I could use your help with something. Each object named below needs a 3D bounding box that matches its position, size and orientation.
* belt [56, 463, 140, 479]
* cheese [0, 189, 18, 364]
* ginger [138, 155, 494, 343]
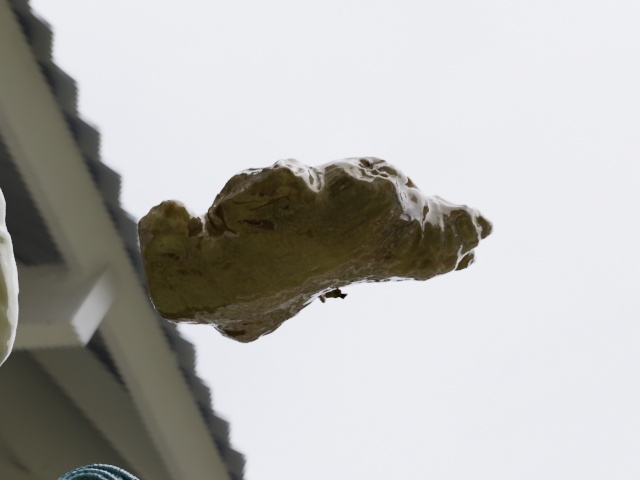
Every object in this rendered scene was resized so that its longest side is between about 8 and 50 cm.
[{"bbox_3d":[-0.141,0.205,0.976,0.179,0.100,0.065,1,-59,50],"label":"belt"},{"bbox_3d":[-0.427,0.043,1.264,0.115,0.326,0.318,13,-58,66],"label":"cheese"},{"bbox_3d":[-0.002,-0.002,0.894,0.213,0.074,0.137,-12,-34,11],"label":"ginger"}]
